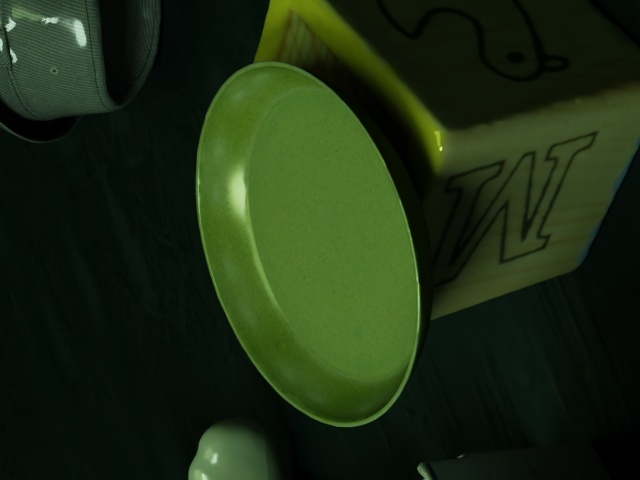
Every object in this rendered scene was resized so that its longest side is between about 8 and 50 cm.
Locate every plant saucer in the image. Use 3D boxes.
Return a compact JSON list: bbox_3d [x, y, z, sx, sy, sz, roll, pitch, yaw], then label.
[{"bbox_3d":[0.000,0.000,1.151,0.241,0.037,0.241,28,125,48],"label":"plant saucer"}]

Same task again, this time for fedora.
[{"bbox_3d":[-0.226,-0.221,1.615,0.124,0.244,0.275,3,111,24],"label":"fedora"}]

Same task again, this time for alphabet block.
[{"bbox_3d":[0.079,-0.077,1.213,0.192,0.197,0.193,49,139,31],"label":"alphabet block"}]

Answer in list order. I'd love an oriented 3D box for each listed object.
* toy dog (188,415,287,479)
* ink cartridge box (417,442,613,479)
[{"bbox_3d":[-0.007,0.400,1.492,0.408,0.284,0.395,21,135,50],"label":"toy dog"},{"bbox_3d":[0.179,0.286,1.140,0.071,0.330,0.324,-35,71,21],"label":"ink cartridge box"}]
